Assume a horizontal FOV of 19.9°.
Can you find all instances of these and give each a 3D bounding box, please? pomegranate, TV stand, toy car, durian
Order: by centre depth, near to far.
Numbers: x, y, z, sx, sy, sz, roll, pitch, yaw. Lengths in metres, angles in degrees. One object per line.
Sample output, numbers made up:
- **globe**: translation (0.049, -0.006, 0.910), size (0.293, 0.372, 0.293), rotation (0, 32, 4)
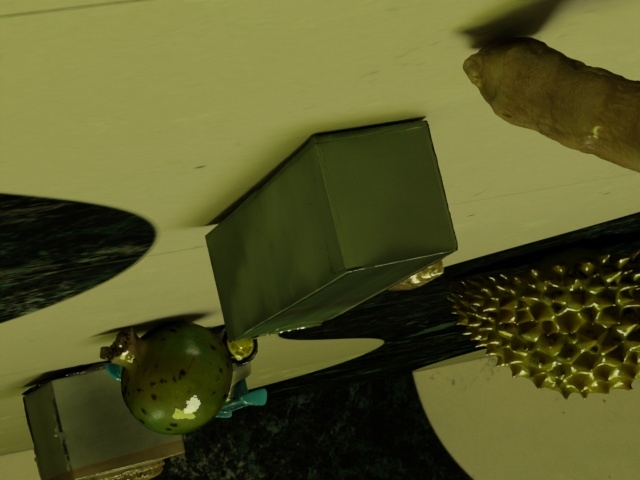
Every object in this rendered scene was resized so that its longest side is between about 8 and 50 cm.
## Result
- **TV stand**: translation (0.000, 0.000, 1.226), size (0.083, 0.088, 0.269), rotation (-11, 172, -21)
- **pomegranate**: translation (-0.151, 0.135, 1.876), size (0.130, 0.130, 0.130), rotation (-12, 172, -2)
- **toy car**: translation (-0.147, 0.156, 2.043), size (0.161, 0.098, 0.126), rotation (-9, 169, -35)
- **durian**: translation (0.312, 0.076, 2.058), size (0.306, 0.172, 0.166), rotation (-19, -162, -14)

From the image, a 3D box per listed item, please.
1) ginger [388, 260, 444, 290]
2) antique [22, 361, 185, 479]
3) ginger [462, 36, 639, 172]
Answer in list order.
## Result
- **ginger**: translation (0.026, 0.006, 1.412), size (0.165, 0.067, 0.096), rotation (-2, 179, 34)
- **antique**: translation (-0.260, 0.224, 2.174), size (0.152, 0.148, 0.146), rotation (-12, 174, -23)
- **ginger**: translation (0.180, -0.054, 0.873), size (0.288, 0.075, 0.089), rotation (18, 176, 41)
